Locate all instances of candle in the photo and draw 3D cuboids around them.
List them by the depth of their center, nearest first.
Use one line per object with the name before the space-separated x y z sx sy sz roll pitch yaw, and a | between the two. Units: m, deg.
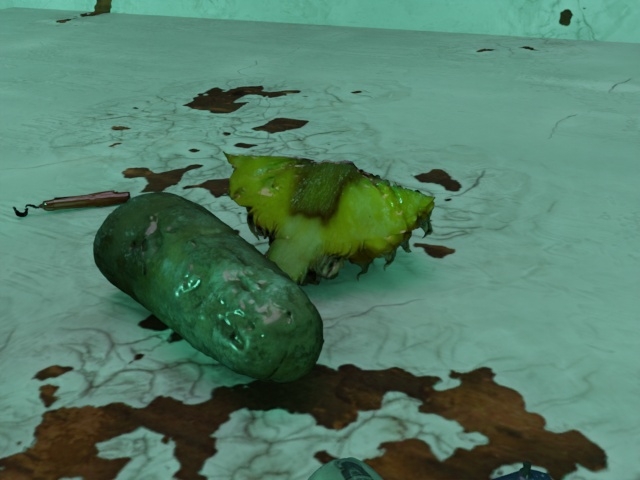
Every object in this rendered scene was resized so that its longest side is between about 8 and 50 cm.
candle | -0.367 -0.056 1.106 0.168 0.021 0.026 -8 47 -11

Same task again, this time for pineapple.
pineapple | 0.006 0.001 0.884 0.250 0.164 0.140 6 -12 10

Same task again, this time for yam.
yam | -0.116 0.044 0.755 0.133 0.133 0.330 -21 33 -31

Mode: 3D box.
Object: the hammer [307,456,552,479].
hammer | 0.086 0.189 0.516 0.194 0.069 0.116 -8 25 -27
